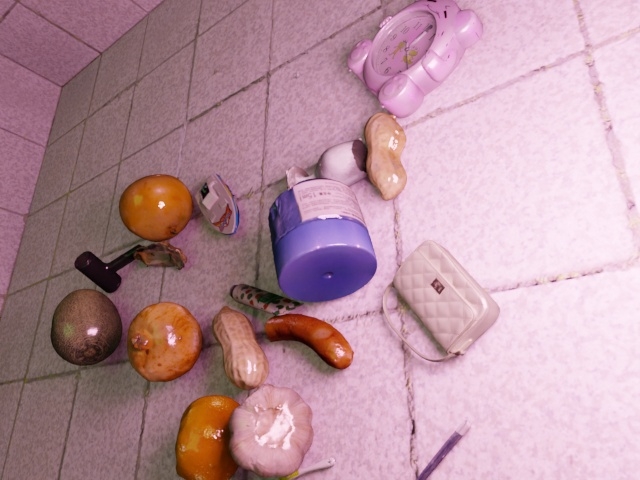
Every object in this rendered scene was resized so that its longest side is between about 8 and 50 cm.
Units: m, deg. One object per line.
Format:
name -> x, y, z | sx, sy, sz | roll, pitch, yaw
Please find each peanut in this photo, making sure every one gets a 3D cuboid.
peanut -> -0.233, 0.302, 1.403 | 0.298, 0.120, 0.136 | 56, 129, 44
peanut -> 0.170, -0.226, 1.300 | 0.117, 0.101, 0.262 | -36, 47, 57

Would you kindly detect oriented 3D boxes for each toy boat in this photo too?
toy boat -> -0.346, -0.113, 1.700 | 0.129, 0.088, 0.295 | -49, 47, 13

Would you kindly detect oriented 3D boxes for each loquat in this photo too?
loquat -> -0.597, -0.124, 1.803 | 0.263, 0.263, 0.262 | -18, 61, 34

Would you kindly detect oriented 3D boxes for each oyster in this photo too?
oyster -> -0.603, 0.046, 1.829 | 0.345, 0.128, 0.078 | -2, 52, 45

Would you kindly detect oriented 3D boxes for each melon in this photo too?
melon -> -0.877, 0.320, 1.857 | 0.248, 0.249, 0.329 | -50, 39, 12

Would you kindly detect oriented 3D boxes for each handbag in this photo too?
handbag -> 0.244, 0.143, 1.094 | 0.219, 0.079, 0.256 | -50, 46, 17

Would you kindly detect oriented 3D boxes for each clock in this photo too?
clock -> 0.253, -0.521, 1.353 | 0.322, 0.113, 0.295 | -43, 49, 17

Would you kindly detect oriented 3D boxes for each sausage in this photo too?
sausage -> -0.033, 0.248, 1.283 | 0.302, 0.076, 0.102 | 9, 85, 44

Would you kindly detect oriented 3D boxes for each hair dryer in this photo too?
hair dryer -> -0.822, 0.087, 1.987 | 0.251, 0.197, 0.089 | -30, 47, 1

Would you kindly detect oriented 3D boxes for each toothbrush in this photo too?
toothbrush -> -0.067, 0.571, 1.207 | 0.263, 0.026, 0.022 | -29, 55, 24
toothbrush -> 0.214, 0.475, 1.008 | 0.288, 0.024, 0.026 | -55, 33, 9

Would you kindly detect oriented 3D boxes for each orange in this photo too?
orange -> -0.279, 0.504, 1.281 | 0.237, 0.180, 0.158 | -83, 18, -52

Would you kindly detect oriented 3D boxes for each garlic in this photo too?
garlic -> -0.127, 0.477, 1.220 | 0.212, 0.219, 0.218 | 111, 151, -53

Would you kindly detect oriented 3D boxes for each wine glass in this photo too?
wine glass -> 0.026, -0.194, 1.395 | 0.241, 0.126, 0.126 | -17, 61, 37

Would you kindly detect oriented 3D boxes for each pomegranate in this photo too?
pomegranate -> -0.486, 0.314, 1.534 | 0.248, 0.248, 0.248 | -18, 61, 34

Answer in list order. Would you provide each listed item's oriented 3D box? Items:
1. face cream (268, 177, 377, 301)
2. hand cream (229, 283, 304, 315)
face cream -> 0.000, 0.000, 1.249 | 0.249, 0.249, 0.224 | -33, 48, 26
hand cream -> -0.170, 0.173, 1.434 | 0.276, 0.095, 0.059 | 9, 111, 45
